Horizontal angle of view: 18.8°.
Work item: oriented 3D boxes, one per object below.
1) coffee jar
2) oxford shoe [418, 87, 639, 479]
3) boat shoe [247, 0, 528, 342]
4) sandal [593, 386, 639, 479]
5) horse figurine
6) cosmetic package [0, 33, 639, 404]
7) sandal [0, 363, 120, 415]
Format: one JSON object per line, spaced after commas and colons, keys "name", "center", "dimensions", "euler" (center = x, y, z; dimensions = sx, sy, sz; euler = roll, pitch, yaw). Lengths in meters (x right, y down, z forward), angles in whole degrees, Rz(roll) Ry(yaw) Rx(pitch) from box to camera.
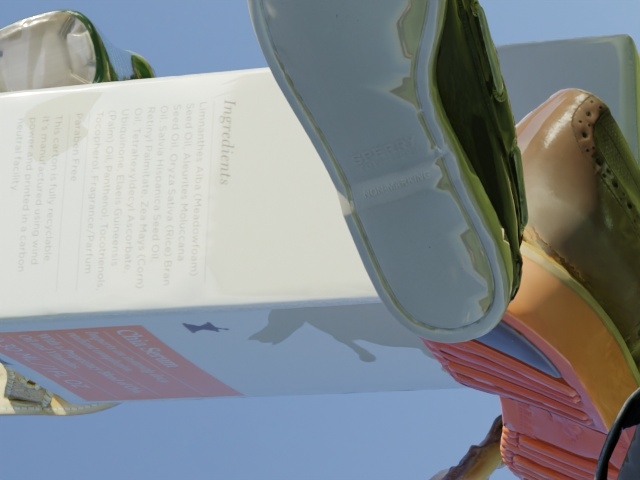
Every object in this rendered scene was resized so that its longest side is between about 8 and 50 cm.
{"name": "coffee jar", "center": [-0.184, -0.115, 1.474], "dimensions": [0.184, 0.096, 0.079], "euler": [27, -133, -75]}
{"name": "oxford shoe", "center": [0.160, 0.063, 0.975], "dimensions": [0.132, 0.130, 0.363], "euler": [-59, -33, -17]}
{"name": "boat shoe", "center": [0.029, -0.066, 0.707], "dimensions": [0.065, 0.075, 0.206], "euler": [-48, -56, -59]}
{"name": "sandal", "center": [0.134, 0.097, 0.747], "dimensions": [0.054, 0.097, 0.254], "euler": [-1, -67, -23]}
{"name": "horse figurine", "center": [0.050, 0.213, 1.387], "dimensions": [0.066, 0.263, 0.174], "euler": [64, -169, 13]}
{"name": "cosmetic package", "center": [0.000, 0.000, 1.259], "dimensions": [0.230, 0.453, 0.161], "euler": [44, -135, -64]}
{"name": "sandal", "center": [-0.226, 0.091, 1.449], "dimensions": [0.079, 0.240, 0.088], "euler": [15, -116, -60]}
